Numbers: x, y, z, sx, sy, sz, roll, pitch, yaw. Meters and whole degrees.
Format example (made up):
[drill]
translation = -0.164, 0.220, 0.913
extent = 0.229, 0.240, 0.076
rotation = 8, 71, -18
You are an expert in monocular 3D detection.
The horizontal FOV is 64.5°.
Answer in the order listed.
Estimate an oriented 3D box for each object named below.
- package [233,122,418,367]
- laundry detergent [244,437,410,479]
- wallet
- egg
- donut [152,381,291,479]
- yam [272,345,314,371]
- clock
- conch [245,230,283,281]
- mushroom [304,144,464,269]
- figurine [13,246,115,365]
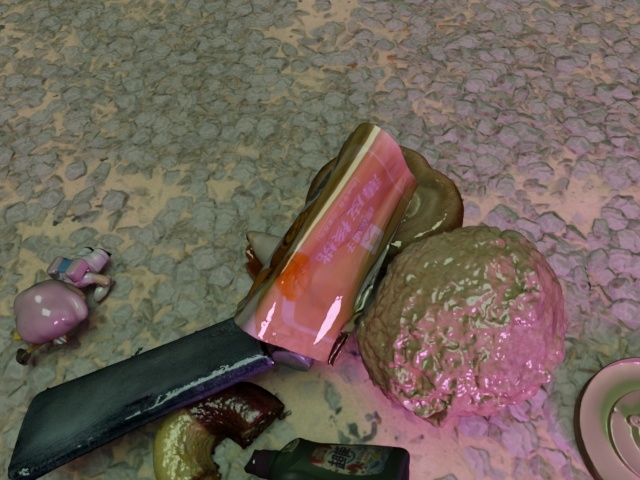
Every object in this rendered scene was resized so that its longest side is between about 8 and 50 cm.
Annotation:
[package]
translation = 0.027, 0.018, 0.738
extent = 0.165, 0.221, 0.311
rotation = 32, 83, -6
[laundry detergent]
translation = 0.007, 0.318, 0.702
extent = 0.222, 0.144, 0.078
rotation = 1, 92, 18
[wallet]
translation = -0.263, 0.216, 0.768
extent = 0.379, 0.046, 0.191
rotation = -23, 21, -9
[egg]
translation = 0.204, 0.115, 0.733
extent = 0.279, 0.279, 0.310
rotation = 38, 76, 22
[donut]
translation = -0.171, 0.286, 0.754
extent = 0.141, 0.085, 0.217
rotation = 36, 69, 21
[yam]
translation = -0.012, 0.133, 0.846
extent = 0.069, 0.068, 0.169
rotation = 22, 64, 16
[clock]
translation = 0.496, 0.288, 0.742
extent = 0.235, 0.029, 0.234
rotation = -2, 59, 3
[conch]
translation = -0.082, 0.039, 0.892
extent = 0.176, 0.104, 0.094
rotation = 24, 35, 21
[mushroom]
translation = 0.111, -0.066, 0.906
extent = 0.279, 0.146, 0.278
rotation = -5, 54, 7
[figurine]
translation = -0.446, 0.100, 0.873
extent = 0.138, 0.111, 0.228
rotation = 10, 50, 15
